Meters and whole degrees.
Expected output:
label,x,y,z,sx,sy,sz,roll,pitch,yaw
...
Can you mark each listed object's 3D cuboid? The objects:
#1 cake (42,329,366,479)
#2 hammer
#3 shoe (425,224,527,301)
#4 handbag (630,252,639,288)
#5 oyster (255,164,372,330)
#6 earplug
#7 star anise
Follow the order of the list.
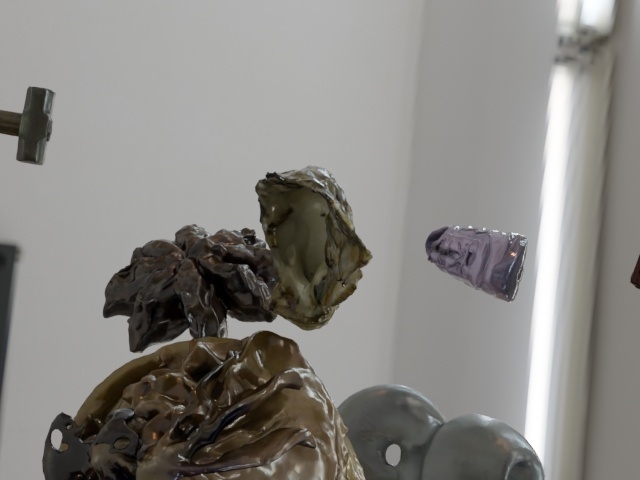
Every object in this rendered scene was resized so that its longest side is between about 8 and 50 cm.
label,x,y,z,sx,sy,sz,roll,pitch,yaw
cake,-0.138,0.229,1.384,0.321,0.332,0.332,61,22,-56
hammer,-0.568,-0.193,1.995,0.043,0.365,0.111,162,-62,-84
shoe,0.223,0.025,2.015,0.245,0.137,0.095,-69,166,-82
handbag,0.526,-0.027,1.619,0.084,0.260,0.275,-5,116,-71
oyster,0.005,0.004,1.336,0.294,0.094,0.166,164,-93,-73
earplug,0.161,0.325,2.001,0.175,0.325,0.214,66,38,-71
star anise,-0.139,0.042,1.643,0.223,0.236,0.109,-53,144,-60
